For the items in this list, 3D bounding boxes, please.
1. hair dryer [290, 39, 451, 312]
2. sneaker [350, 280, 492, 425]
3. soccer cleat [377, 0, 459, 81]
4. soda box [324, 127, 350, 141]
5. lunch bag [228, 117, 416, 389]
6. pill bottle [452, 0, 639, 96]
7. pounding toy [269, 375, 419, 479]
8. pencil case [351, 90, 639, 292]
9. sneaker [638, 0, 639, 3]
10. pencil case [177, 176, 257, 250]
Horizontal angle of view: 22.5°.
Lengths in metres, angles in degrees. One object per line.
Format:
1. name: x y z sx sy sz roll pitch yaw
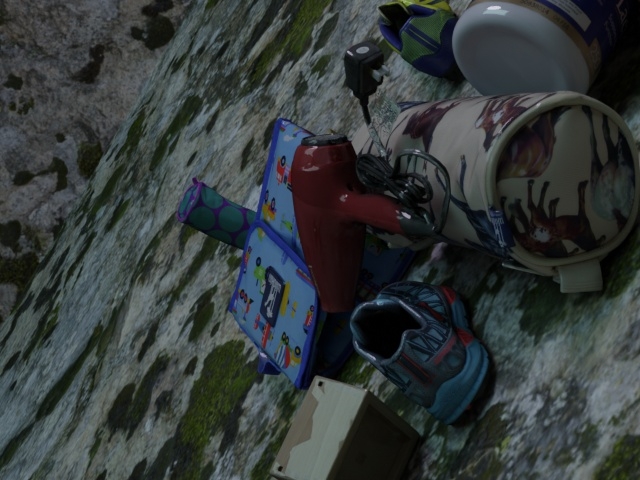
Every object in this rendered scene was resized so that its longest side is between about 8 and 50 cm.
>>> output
1. hair dryer: 0.033 -0.034 1.641 0.293 0.080 0.223 106 150 -47
2. sneaker: 0.088 0.086 1.650 0.104 0.125 0.262 -55 19 6
3. soccer cleat: 0.122 -0.293 2.146 0.093 0.121 0.289 -55 19 9
4. soda box: -0.015 -0.062 2.229 0.181 0.058 0.061 -51 20 17
5. lunch bag: -0.007 0.032 1.955 0.221 0.138 0.293 39 109 54
6. pill bottle: 0.262 -0.269 1.693 0.264 0.153 0.153 -56 16 -27
7. pounding toy: 0.018 0.226 1.621 0.100 0.141 0.130 12 69 40
8. pencil case: 0.160 -0.056 1.637 0.410 0.160 0.183 -169 84 -70
9. sneaker: 0.350 -0.224 1.583 0.175 0.064 0.067 -125 55 -73
10. pencil case: -0.127 -0.030 2.309 0.064 0.152 0.070 -5 63 68
